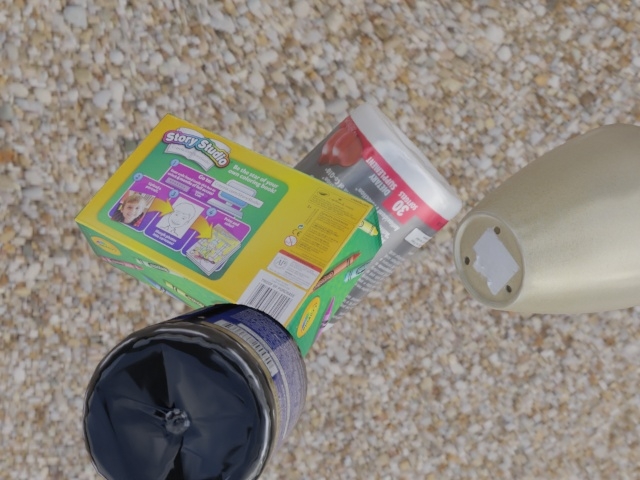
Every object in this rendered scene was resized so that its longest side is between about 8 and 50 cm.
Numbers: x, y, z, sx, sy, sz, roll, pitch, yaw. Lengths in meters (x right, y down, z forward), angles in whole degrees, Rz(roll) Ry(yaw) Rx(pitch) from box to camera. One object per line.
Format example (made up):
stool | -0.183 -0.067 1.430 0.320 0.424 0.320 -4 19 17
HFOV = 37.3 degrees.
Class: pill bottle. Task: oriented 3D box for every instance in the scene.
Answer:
pill bottle | -0.075 0.108 0.676 0.123 0.219 0.122 0 91 7
pill bottle | 0.000 0.000 1.154 0.318 0.176 0.176 -43 121 11

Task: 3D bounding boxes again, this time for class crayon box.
crayon box | -0.097 -0.009 0.998 0.165 0.278 0.081 -54 154 -23

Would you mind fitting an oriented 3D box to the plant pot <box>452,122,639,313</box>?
plant pot | 0.316 -0.007 1.242 0.274 0.256 0.256 -15 126 -34
